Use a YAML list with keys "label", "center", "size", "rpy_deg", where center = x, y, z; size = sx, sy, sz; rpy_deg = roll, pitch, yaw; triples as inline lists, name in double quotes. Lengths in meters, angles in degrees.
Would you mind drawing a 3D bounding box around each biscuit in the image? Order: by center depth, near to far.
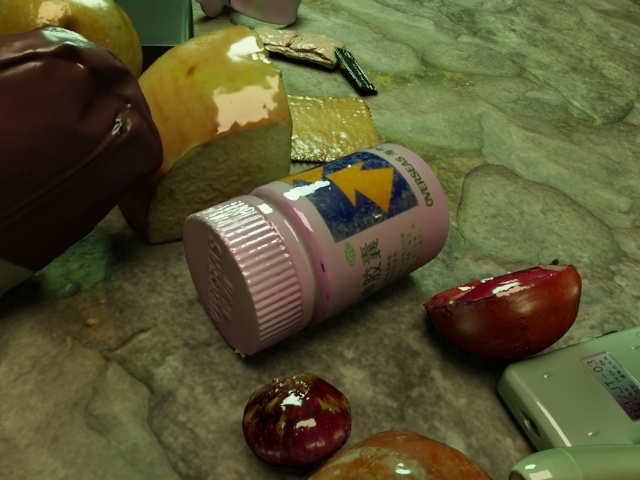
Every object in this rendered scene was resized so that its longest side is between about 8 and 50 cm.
- label: "biscuit"
  center: [-0.006, -0.217, 0.975]
  size: [0.232, 0.013, 0.236]
  rpy_deg: [0, 43, -9]

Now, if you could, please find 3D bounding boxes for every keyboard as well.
- label: "keyboard"
  center: [0.076, -0.375, 1.131]
  size: [0.053, 0.010, 0.155]
  rpy_deg: [6, 47, -39]

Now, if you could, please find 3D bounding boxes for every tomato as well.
- label: "tomato"
  center: [0.077, 0.248, 0.407]
  size: [0.181, 0.155, 0.214]
  rpy_deg: [-28, 53, -38]
- label: "tomato"
  center: [0.223, 0.091, 0.618]
  size: [0.174, 0.189, 0.099]
  rpy_deg: [-18, 85, -12]

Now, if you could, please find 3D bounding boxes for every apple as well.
- label: "apple"
  center: [-0.173, -0.169, 0.780]
  size: [0.252, 0.314, 0.309]
  rpy_deg: [28, 27, -52]

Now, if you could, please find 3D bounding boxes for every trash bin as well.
- label: "trash bin"
  center: [-0.341, -0.409, 1.047]
  size: [0.166, 0.114, 0.225]
  rpy_deg: [-4, 47, -13]

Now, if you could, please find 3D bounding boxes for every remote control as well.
- label: "remote control"
  center: [0.359, 0.172, 0.599]
  size: [0.297, 0.056, 0.140]
  rpy_deg: [-10, 46, -20]

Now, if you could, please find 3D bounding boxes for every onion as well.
- label: "onion"
  center: [-0.022, 0.180, 0.502]
  size: [0.107, 0.097, 0.107]
  rpy_deg: [-5, 8, 1]

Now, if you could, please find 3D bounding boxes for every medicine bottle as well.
- label: "medicine bottle"
  center: [0.000, 0.000, 0.629]
  size: [0.291, 0.178, 0.178]
  rpy_deg: [-24, 52, -31]

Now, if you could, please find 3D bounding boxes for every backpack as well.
- label: "backpack"
  center: [-0.335, -0.096, 0.541]
  size: [0.317, 0.283, 0.197]
  rpy_deg: [-32, 58, -5]

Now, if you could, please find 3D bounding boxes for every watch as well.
- label: "watch"
  center: [-0.156, -0.643, 1.280]
  size: [0.218, 0.210, 0.248]
  rpy_deg: [27, 37, 6]

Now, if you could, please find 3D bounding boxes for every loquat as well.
- label: "loquat"
  center: [-0.380, -0.275, 0.752]
  size: [0.213, 0.213, 0.213]
  rpy_deg: [5, 44, -5]

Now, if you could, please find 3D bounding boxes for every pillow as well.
- label: "pillow"
  center: [-0.062, -0.457, 1.199]
  size: [0.233, 0.043, 0.126]
  rpy_deg: [14, 38, 8]

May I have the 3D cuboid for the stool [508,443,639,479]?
- label: "stool"
  center: [0.292, 0.242, 0.398]
  size: [0.199, 0.195, 0.195]
  rpy_deg: [-4, 76, -23]
